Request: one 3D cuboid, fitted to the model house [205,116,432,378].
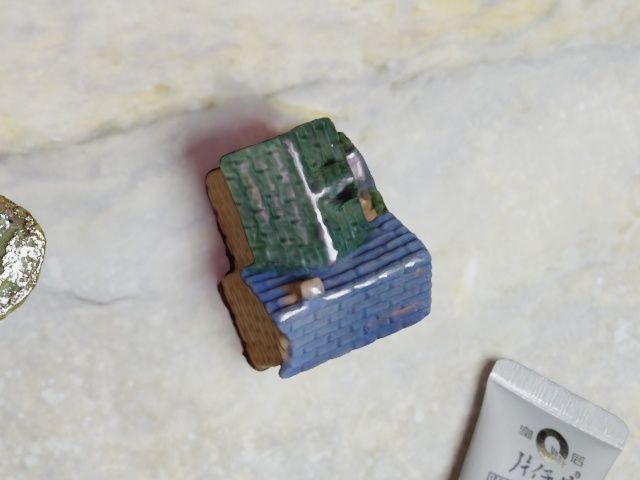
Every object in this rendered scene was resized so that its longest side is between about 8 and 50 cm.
[{"bbox_3d":[0.000,0.000,1.341,0.166,0.172,0.183,-23,92,-11],"label":"model house"}]

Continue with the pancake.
[{"bbox_3d":[-0.273,0.013,1.359,0.108,0.017,0.108,1,88,-16],"label":"pancake"}]

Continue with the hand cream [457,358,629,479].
[{"bbox_3d":[0.152,0.267,1.413,0.139,0.089,0.314,26,75,-12],"label":"hand cream"}]
